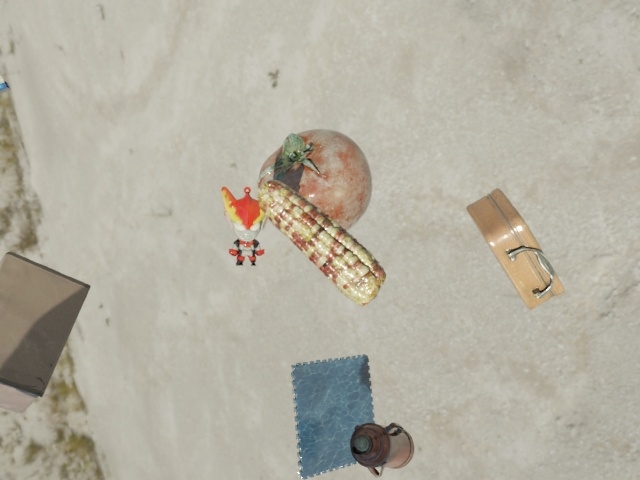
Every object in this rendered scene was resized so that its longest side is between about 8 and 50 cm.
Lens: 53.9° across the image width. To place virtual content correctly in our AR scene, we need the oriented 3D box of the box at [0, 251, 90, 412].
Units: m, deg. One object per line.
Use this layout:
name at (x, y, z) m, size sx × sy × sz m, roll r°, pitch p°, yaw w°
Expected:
box at (-0.603, 0.186, 1.243) m, size 0.153 × 0.188 × 0.252 m, roll -36°, pitch 36°, yaw 40°

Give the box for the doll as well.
doll at (-0.156, -0.030, 1.332) m, size 0.057 × 0.109 × 0.169 m, roll 177°, pitch 94°, yaw -80°

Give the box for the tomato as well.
tomato at (-0.013, -0.152, 1.700) m, size 0.282 × 0.317 × 0.317 m, roll 52°, pitch 175°, yaw -38°

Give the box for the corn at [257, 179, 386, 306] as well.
corn at (0.000, 0.000, 0.943) m, size 0.237 × 0.079 × 0.079 m, roll 42°, pitch 153°, yaw 6°

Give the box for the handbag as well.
handbag at (0.328, 0.017, 1.057) m, size 0.193 × 0.072 × 0.151 m, roll 55°, pitch -167°, yaw -23°

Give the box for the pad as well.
pad at (0.039, 0.421, 1.539) m, size 0.012 × 0.270 × 0.268 m, roll -14°, pitch 79°, yaw 47°

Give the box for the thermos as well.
thermos at (0.129, 0.439, 1.355) m, size 0.099 × 0.124 × 0.232 m, roll 50°, pitch -175°, yaw 31°

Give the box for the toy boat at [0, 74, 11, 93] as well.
toy boat at (-0.824, -0.318, 1.322) m, size 0.129 × 0.295 × 0.088 m, roll 53°, pitch 157°, yaw 20°
